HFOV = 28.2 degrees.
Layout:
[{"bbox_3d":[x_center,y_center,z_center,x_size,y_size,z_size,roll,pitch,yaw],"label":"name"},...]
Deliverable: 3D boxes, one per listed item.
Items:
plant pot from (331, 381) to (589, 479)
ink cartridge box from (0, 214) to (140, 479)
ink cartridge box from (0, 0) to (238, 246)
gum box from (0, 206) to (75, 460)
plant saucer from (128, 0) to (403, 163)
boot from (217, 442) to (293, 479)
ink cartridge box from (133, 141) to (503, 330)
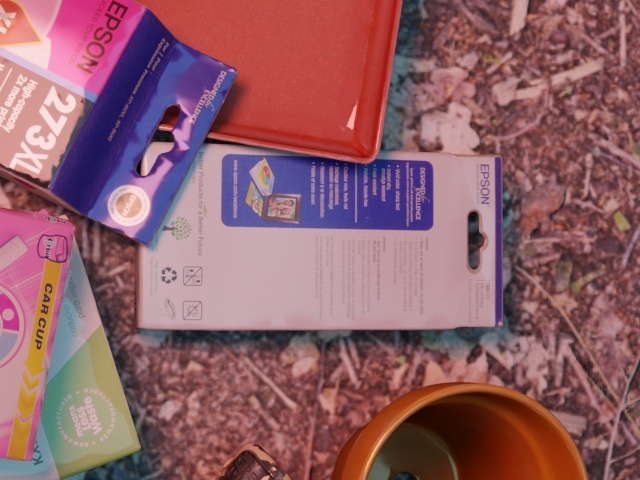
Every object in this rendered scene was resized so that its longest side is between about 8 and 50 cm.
[{"bbox_3d":[0.097,0.220,1.095,0.205,0.188,0.205,1,87,-17],"label":"plant pot"},{"bbox_3d":[-0.346,0.129,1.021,0.354,0.119,0.207,-18,91,-15],"label":"ink cartridge box"},{"bbox_3d":[-0.270,-0.154,1.055,0.371,0.069,0.175,27,81,-3],"label":"ink cartridge box"},{"bbox_3d":[-0.256,0.061,0.945,0.107,0.062,0.188,13,82,-28],"label":"gum box"},{"bbox_3d":[-0.059,-0.208,1.130,0.259,0.048,0.259,9,82,-2],"label":"plant saucer"},{"bbox_3d":[-0.146,0.270,1.019,0.284,0.138,0.377,-41,121,-16],"label":"boot"},{"bbox_3d":[0.000,0.000,1.149,0.333,0.065,0.165,2,86,-13],"label":"ink cartridge box"}]
